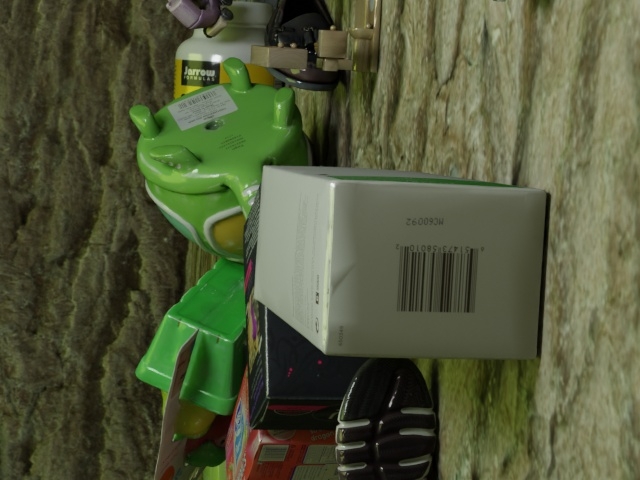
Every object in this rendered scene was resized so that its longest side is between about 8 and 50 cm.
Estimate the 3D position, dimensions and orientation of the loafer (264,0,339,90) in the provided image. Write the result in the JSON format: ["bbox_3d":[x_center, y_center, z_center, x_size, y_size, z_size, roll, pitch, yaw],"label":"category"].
[{"bbox_3d":[-0.029,-0.298,2.109,0.302,0.109,0.095,-109,28,-66],"label":"loafer"}]

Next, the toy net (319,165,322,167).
[{"bbox_3d":[0.000,0.000,2.080,0.122,0.045,0.232,-82,2,-65],"label":"toy net"}]

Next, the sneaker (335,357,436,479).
[{"bbox_3d":[0.059,0.262,1.590,0.162,0.106,0.281,156,114,-81],"label":"sneaker"}]

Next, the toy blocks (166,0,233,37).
[{"bbox_3d":[-0.192,-0.538,2.291,0.309,0.260,0.289,-36,49,41],"label":"toy blocks"}]

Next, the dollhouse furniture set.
[{"bbox_3d":[-0.004,-0.278,1.851,0.144,0.151,0.123,-147,59,-74],"label":"dollhouse furniture set"}]

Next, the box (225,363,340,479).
[{"bbox_3d":[-0.031,0.265,1.915,0.300,0.154,0.142,106,162,-56],"label":"box"}]

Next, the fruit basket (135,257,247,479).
[{"bbox_3d":[-0.147,0.220,2.125,0.327,0.165,0.353,-48,-31,-55],"label":"fruit basket"}]

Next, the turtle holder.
[{"bbox_3d":[-0.104,-0.089,2.053,0.320,0.243,0.227,18,137,38],"label":"turtle holder"}]

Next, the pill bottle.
[{"bbox_3d":[-0.160,-0.242,2.524,0.188,0.187,0.334,-146,58,-77],"label":"pill bottle"}]

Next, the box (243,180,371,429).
[{"bbox_3d":[0.000,0.078,1.743,0.143,0.165,0.270,118,151,-66],"label":"box"}]

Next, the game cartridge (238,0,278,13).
[{"bbox_3d":[-0.104,-0.530,2.636,0.198,0.062,0.297,-118,31,-59],"label":"game cartridge"}]

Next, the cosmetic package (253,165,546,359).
[{"bbox_3d":[0.060,0.013,1.387,0.365,0.196,0.155,-155,67,-76],"label":"cosmetic package"}]

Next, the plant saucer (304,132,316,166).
[{"bbox_3d":[-0.037,-0.059,2.250,0.188,0.045,0.188,106,161,-51],"label":"plant saucer"}]

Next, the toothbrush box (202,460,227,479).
[{"bbox_3d":[-0.126,0.312,2.456,0.206,0.122,0.283,174,99,-78],"label":"toothbrush box"}]
